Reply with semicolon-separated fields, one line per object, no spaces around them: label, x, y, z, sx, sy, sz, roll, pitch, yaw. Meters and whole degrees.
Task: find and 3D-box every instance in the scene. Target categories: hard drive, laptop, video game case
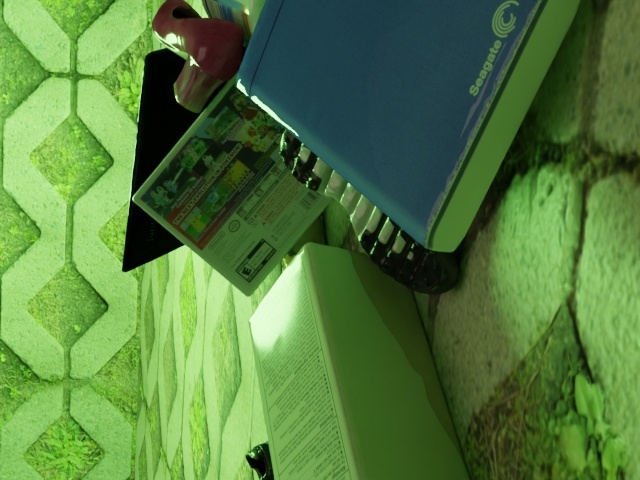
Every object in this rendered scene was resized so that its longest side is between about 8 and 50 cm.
hard drive;0.048;-0.161;0.761;0.318;0.040;0.210;44;118;45
laptop;-0.197;-0.221;1.445;0.408;0.236;0.382;-109;27;-46
video game case;-0.090;-0.066;1.078;0.201;0.183;0.023;-49;3;6

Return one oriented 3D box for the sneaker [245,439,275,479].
sneaker;-0.061;0.272;1.242;0.058;0.084;0.152;122;144;-58

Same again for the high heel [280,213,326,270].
high heel;0.000;0.000;1.116;0.186;0.093;0.261;-10;72;55

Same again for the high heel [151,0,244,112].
high heel;-0.143;-0.263;1.102;0.117;0.082;0.244;-51;29;26

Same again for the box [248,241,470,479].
box;0.032;0.171;0.860;0.148;0.121;0.311;-51;39;39

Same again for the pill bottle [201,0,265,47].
pill bottle;-0.060;-0.307;1.118;0.272;0.152;0.152;-136;50;-57

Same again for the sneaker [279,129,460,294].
sneaker;0.067;-0.043;0.881;0.234;0.106;0.078;46;129;30
